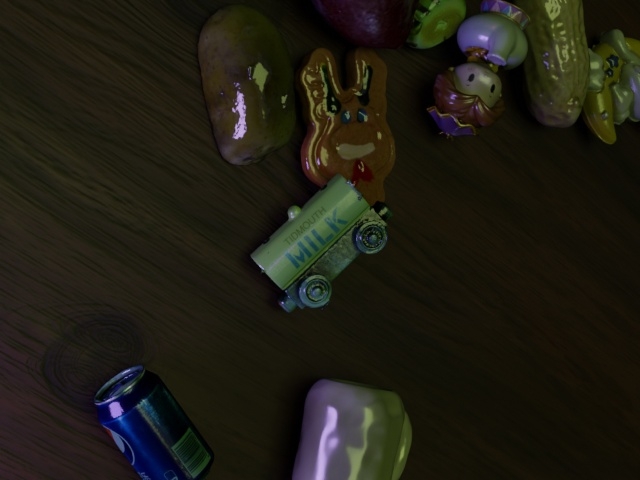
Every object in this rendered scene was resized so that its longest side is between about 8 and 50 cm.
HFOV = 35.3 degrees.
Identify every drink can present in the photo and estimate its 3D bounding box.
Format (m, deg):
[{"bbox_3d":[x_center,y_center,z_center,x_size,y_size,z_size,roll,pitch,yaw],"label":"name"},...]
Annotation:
[{"bbox_3d":[-0.263,0.303,1.588,0.118,0.118,0.205,-38,106,-24],"label":"drink can"}]

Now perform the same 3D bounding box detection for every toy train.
[{"bbox_3d":[0.000,0.000,1.723,0.253,0.105,0.157,-43,107,-1],"label":"toy train"}]

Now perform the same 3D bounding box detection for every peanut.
[{"bbox_3d":[0.448,-0.375,1.971,0.152,0.152,0.313,-23,107,-27],"label":"peanut"}]

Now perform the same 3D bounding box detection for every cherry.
[{"bbox_3d":[0.081,-0.460,1.732,0.230,0.203,0.300,-68,147,-49],"label":"cherry"}]

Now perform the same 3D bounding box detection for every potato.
[{"bbox_3d":[-0.107,-0.268,1.687,0.160,0.111,0.271,-12,94,-27],"label":"potato"}]

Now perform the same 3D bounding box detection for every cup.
[{"bbox_3d":[0.084,0.356,1.746,0.255,0.173,0.202,14,84,-27],"label":"cup"}]

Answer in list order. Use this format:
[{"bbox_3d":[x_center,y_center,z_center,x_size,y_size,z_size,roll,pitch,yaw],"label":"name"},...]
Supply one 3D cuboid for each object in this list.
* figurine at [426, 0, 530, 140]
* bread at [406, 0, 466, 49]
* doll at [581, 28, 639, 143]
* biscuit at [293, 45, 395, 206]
[{"bbox_3d":[0.293,-0.309,1.870,0.142,0.189,0.263,25,85,-6],"label":"figurine"},{"bbox_3d":[0.206,-0.417,1.866,0.139,0.130,0.071,-41,64,-5],"label":"bread"},{"bbox_3d":[0.636,-0.318,2.095,0.237,0.111,0.252,-24,92,-28],"label":"doll"},{"bbox_3d":[0.052,-0.182,1.795,0.202,0.047,0.334,-8,96,-35],"label":"biscuit"}]
